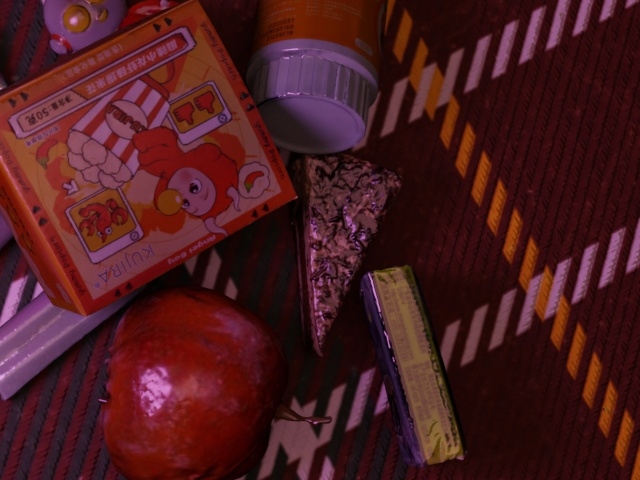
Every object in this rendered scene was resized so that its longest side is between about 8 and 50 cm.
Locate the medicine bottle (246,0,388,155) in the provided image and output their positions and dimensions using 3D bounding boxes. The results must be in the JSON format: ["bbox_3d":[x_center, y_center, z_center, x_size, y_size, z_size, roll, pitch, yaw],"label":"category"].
[{"bbox_3d":[0.001,-0.269,1.834,0.158,0.158,0.318,10,64,-7],"label":"medicine bottle"}]

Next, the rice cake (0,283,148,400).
[{"bbox_3d":[-0.315,0.094,1.849,0.221,0.042,0.080,-40,95,-11],"label":"rice cake"}]

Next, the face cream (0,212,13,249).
[{"bbox_3d":[-0.381,-0.066,1.843,0.107,0.073,0.269,44,79,2],"label":"face cream"}]

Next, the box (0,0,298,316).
[{"bbox_3d":[-0.223,-0.093,1.743,0.283,0.214,0.260,-31,104,-18],"label":"box"}]

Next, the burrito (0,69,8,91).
[{"bbox_3d":[-0.482,-0.152,1.834,0.229,0.089,0.144,-32,103,-10],"label":"burrito"}]

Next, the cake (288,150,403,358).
[{"bbox_3d":[-0.009,0.008,1.871,0.135,0.112,0.246,26,84,-2],"label":"cake"}]

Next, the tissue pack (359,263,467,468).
[{"bbox_3d":[0.106,0.149,1.837,0.073,0.173,0.236,-15,86,-3],"label":"tissue pack"}]

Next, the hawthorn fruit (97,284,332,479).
[{"bbox_3d":[-0.120,0.179,1.780,0.271,0.242,0.242,8,82,-10],"label":"hawthorn fruit"}]

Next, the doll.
[{"bbox_3d":[-0.249,-0.258,1.887,0.245,0.076,0.142,33,79,-7],"label":"doll"}]
